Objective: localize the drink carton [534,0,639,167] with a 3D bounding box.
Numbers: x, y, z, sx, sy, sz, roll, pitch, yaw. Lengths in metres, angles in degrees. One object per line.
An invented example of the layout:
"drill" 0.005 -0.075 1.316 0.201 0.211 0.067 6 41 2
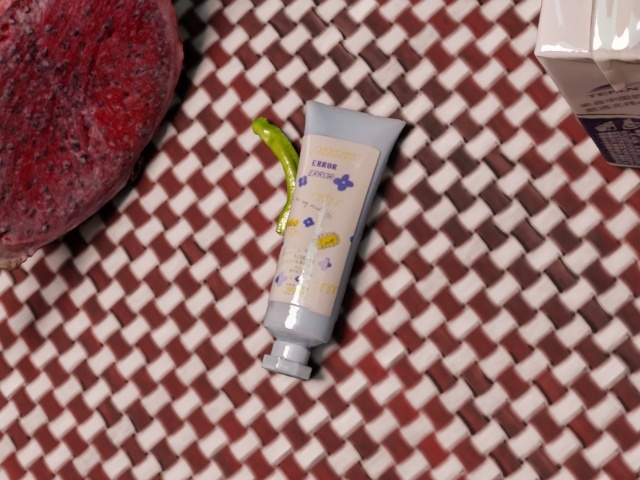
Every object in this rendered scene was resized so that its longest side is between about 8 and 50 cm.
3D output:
"drink carton" 0.184 -0.122 0.691 0.102 0.222 0.134 7 82 22

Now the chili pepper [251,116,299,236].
"chili pepper" -0.025 -0.043 0.869 0.030 0.017 0.083 -29 69 23

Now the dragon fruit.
"dragon fruit" -0.212 -0.097 0.851 0.147 0.211 0.282 32 100 29

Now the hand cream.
"hand cream" 0.000 0.000 0.836 0.065 0.043 0.171 14 84 9
